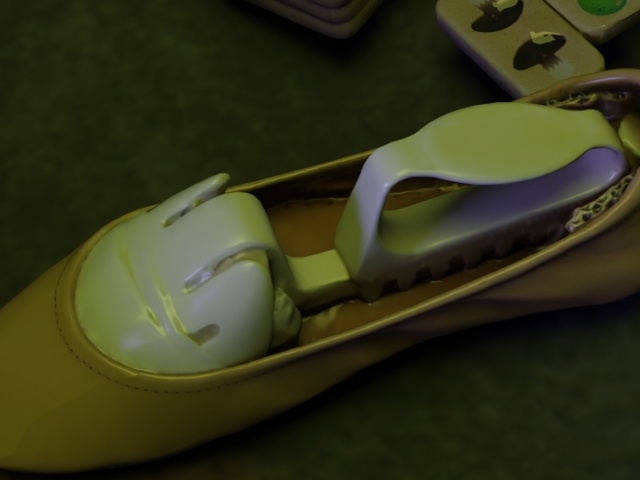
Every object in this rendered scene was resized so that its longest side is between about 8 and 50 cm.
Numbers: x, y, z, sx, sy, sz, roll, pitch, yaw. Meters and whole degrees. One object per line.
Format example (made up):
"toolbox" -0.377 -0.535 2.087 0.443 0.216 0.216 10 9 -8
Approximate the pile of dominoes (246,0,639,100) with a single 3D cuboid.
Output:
"pile of dominoes" 0.062 -0.168 0.676 0.196 0.040 0.251 27 63 25

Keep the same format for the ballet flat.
"ballet flat" 0.000 0.000 0.570 0.232 0.073 0.080 -19 58 -9
